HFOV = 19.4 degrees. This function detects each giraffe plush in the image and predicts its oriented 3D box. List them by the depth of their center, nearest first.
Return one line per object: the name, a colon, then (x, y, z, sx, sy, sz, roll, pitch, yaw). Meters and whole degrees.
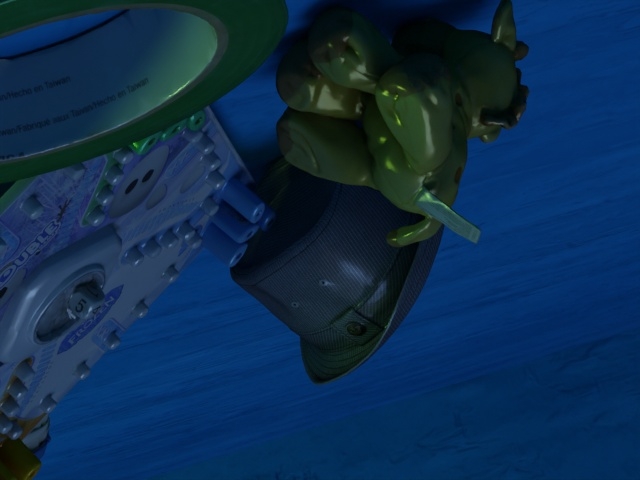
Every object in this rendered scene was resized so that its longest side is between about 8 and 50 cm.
giraffe plush: (0.089, -0.117, 1.497, 0.170, 0.210, 0.181, -46, 180, -35)

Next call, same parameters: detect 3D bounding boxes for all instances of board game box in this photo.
board game box: (-0.205, 0.054, 1.525, 0.390, 0.050, 0.390, -47, 164, -5)

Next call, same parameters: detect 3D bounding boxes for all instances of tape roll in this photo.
tape roll: (-0.183, -0.127, 1.197, 0.321, 0.077, 0.321, -19, 168, -4)

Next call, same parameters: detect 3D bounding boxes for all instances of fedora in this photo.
fedora: (0.000, 0.000, 1.764, 0.124, 0.244, 0.275, 21, 151, -24)

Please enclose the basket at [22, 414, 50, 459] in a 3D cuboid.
basket: (-0.378, 0.167, 1.765, 0.254, 0.201, 0.289, -9, 133, -37)
